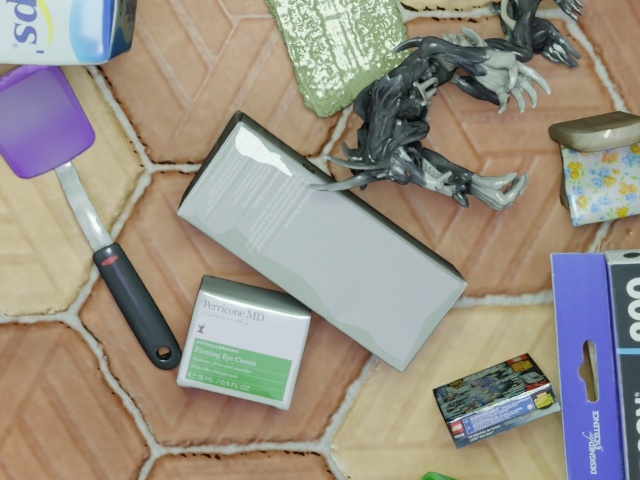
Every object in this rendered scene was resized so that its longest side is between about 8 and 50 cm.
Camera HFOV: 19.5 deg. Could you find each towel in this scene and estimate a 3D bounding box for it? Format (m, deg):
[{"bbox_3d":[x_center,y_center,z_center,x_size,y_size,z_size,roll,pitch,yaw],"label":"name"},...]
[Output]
[{"bbox_3d":[0.016,-0.190,1.602,0.110,0.027,0.148,-22,97,0],"label":"towel"}]

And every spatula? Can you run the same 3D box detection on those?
[{"bbox_3d":[-0.199,-0.015,1.616,0.084,0.030,0.296,-27,98,3],"label":"spatula"}]

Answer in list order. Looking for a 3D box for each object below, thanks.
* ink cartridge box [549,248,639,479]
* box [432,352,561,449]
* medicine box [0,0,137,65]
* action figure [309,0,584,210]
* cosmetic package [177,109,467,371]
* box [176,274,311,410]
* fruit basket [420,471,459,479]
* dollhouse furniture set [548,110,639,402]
[{"bbox_3d":[0.288,0.109,1.490,0.208,0.045,0.206,-2,101,21],"label":"ink cartridge box"},{"bbox_3d":[0.149,0.136,1.596,0.094,0.137,0.027,-21,97,0],"label":"box"},{"bbox_3d":[-0.295,-0.220,1.466,0.289,0.263,0.149,1,98,-2],"label":"medicine box"},{"bbox_3d":[0.119,-0.111,1.504,0.141,0.164,0.275,35,60,17],"label":"action figure"},{"bbox_3d":[0.000,0.000,1.578,0.238,0.127,0.107,33,95,-8],"label":"cosmetic package"},{"bbox_3d":[-0.064,0.086,1.599,0.101,0.102,0.087,14,95,-3],"label":"box"},{"bbox_3d":[0.083,0.393,1.583,0.392,0.283,0.392,-4,101,-19],"label":"fruit basket"},{"bbox_3d":[0.419,0.055,1.535,0.394,0.256,0.362,-11,98,-1],"label":"dollhouse furniture set"}]
